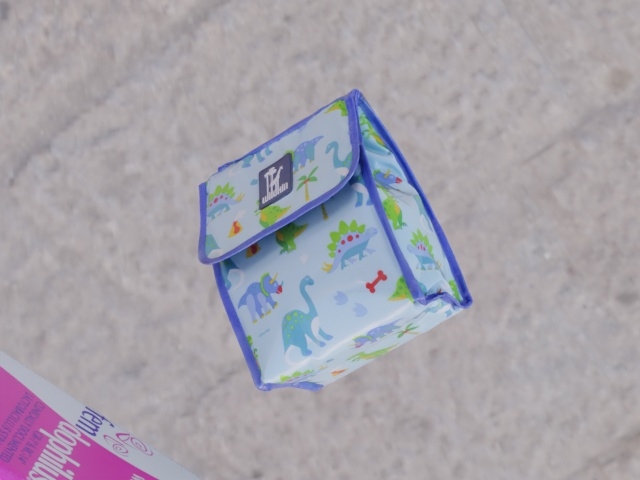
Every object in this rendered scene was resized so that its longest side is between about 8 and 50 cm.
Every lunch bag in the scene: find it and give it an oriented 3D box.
[{"bbox_3d":[0.000,0.000,0.955,0.129,0.151,0.096,-30,160,23],"label":"lunch bag"}]

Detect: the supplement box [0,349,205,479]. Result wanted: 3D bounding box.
[{"bbox_3d":[-0.140,0.119,0.628,0.220,0.111,0.114,34,99,-6],"label":"supplement box"}]
